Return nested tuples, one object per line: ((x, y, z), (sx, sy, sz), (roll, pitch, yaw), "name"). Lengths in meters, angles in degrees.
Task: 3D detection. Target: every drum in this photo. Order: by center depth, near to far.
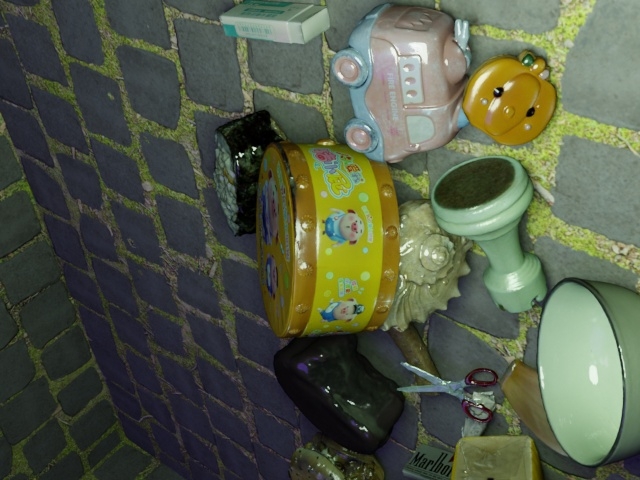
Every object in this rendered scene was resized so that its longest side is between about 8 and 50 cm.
((0.000, 0.000, 1.616), (0.431, 0.214, 0.431), (177, 90, -75), "drum")

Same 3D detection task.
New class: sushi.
((-0.162, -0.157, 1.860), (0.350, 0.170, 0.211), (98, 149, -51), "sushi")

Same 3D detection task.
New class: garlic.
((0.539, 0.388, 1.716), (0.318, 0.112, 0.143), (31, 118, 31), "garlic")

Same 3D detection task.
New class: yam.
((0.213, 0.247, 1.945), (0.081, 0.081, 0.357), (-9, 116, 49), "yam")

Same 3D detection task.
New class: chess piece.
((0.353, 0.000, 1.503), (0.194, 0.194, 0.299), (4, 134, 43), "chess piece")

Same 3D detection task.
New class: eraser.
((-0.097, -0.458, 1.590), (0.225, 0.095, 0.052), (16, 134, 35), "eraser")

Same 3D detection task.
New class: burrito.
((0.403, 0.460, 1.963), (0.064, 0.064, 0.203), (29, 139, 23), "burrito")

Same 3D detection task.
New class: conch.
((0.211, 0.066, 1.660), (0.210, 0.297, 0.352), (20, 177, 4), "conch")

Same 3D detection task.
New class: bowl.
((0.564, 0.241, 1.439), (0.185, 0.354, 0.354), (-2, 137, -8), "bowl")

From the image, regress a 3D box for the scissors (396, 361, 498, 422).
((0.314, 0.367, 1.908), (0.247, 0.017, 0.144), (10, 107, 18), "scissors")

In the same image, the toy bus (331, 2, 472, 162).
((0.172, -0.288, 1.409), (0.231, 0.197, 0.294), (7, 127, 28), "toy bus")

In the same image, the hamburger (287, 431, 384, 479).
((0.064, 0.787, 2.493), (0.276, 0.195, 0.318), (11, 133, 41), "hamburger")

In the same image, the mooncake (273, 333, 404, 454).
((0.043, 0.405, 2.144), (0.350, 0.212, 0.381), (-10, 118, 54), "mooncake")

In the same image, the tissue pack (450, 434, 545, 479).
((0.468, 0.728, 1.921), (0.228, 0.293, 0.382), (-7, 121, 19), "tissue pack")

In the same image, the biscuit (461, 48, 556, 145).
((0.337, -0.247, 1.322), (0.170, 0.050, 0.170), (-1, 119, -3), "biscuit")

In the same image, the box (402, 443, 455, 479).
((0.334, 0.644, 2.153), (0.177, 0.115, 0.036), (6, 126, 43), "box")
